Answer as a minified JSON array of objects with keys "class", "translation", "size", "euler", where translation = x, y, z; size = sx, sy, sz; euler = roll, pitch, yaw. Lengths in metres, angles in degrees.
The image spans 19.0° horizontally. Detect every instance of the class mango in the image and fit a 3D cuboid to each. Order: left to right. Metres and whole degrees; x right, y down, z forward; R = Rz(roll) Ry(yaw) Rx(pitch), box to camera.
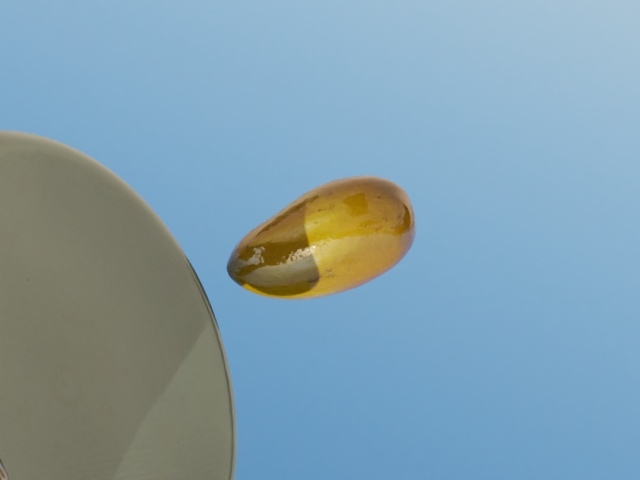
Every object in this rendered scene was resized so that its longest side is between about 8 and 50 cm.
[{"class":"mango","translation":[0.000,0.000,0.860],"size":[0.089,0.060,0.046],"euler":[-16,-121,-11]}]

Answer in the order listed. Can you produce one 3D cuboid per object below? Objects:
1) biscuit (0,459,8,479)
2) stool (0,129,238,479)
[{"class":"biscuit","translation":[-0.114,0.097,0.372],"size":[0.078,0.144,0.426],"euler":[-21,174,-2]},{"class":"stool","translation":[-0.165,0.075,0.731],"size":[0.199,0.195,0.195],"euler":[-17,-170,33]}]
